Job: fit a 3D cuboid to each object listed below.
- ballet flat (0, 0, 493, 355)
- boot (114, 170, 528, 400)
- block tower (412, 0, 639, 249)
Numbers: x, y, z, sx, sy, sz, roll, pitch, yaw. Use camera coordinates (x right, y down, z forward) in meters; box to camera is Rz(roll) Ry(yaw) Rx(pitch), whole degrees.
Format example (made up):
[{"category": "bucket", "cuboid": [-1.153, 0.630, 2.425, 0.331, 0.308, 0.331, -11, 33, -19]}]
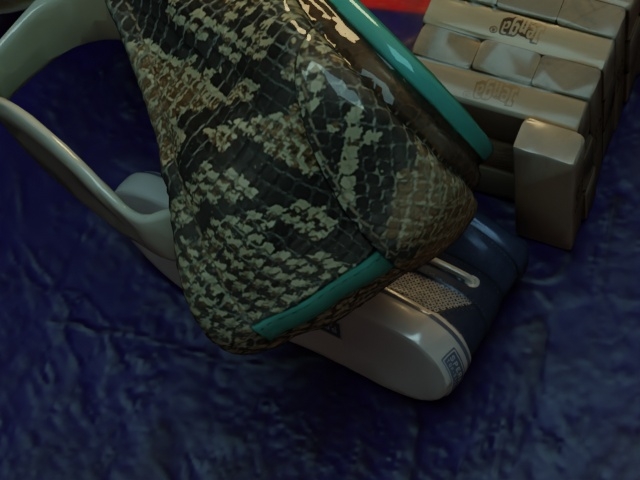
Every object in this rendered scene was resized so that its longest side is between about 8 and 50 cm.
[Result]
[{"category": "ballet flat", "cuboid": [-0.095, -0.134, 0.871, 0.182, 0.164, 0.483, -38, 49, 9]}, {"category": "boot", "cuboid": [0.000, 0.000, 0.875, 0.190, 0.069, 0.086, 28, 58, 16]}, {"category": "block tower", "cuboid": [0.137, -0.169, 0.913, 0.097, 0.091, 0.335, 16, 68, 16]}]
